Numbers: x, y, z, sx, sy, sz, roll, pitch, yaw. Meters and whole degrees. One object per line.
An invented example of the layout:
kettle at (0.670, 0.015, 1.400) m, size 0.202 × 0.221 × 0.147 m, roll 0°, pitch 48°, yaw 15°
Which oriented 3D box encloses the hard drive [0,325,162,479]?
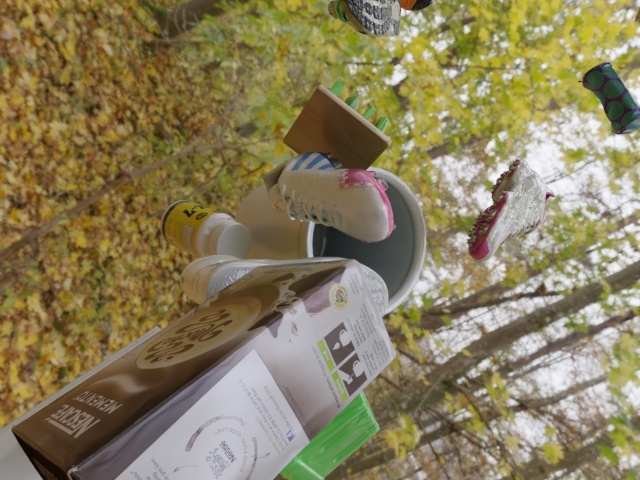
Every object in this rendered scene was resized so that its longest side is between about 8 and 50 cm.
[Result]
hard drive at (-0.269, 0.256, 0.583) m, size 0.040 × 0.308 × 0.203 m, roll 24°, pitch -45°, yaw 38°

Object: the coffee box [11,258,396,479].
coffee box at (-0.094, 0.137, 0.506) m, size 0.168 × 0.297 × 0.118 m, roll -7°, pitch -69°, yaw 48°

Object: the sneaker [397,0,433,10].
sneaker at (0.233, -0.621, 1.155) m, size 0.099 × 0.262 × 0.121 m, roll 11°, pitch 33°, yaw -30°

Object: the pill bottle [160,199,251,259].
pill bottle at (-0.266, -0.017, 1.270) m, size 0.209 × 0.119 × 0.119 m, roll 19°, pitch -28°, yaw 38°

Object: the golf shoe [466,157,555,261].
golf shoe at (0.428, -0.054, 1.201) m, size 0.140 × 0.306 × 0.115 m, roll 37°, pitch -31°, yaw 0°

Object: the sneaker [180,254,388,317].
sneaker at (-0.055, 0.066, 0.811) m, size 0.169 × 0.293 × 0.108 m, roll 7°, pitch -92°, yaw 59°

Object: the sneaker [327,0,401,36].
sneaker at (0.095, -0.613, 1.465) m, size 0.410 × 0.182 × 0.157 m, roll -30°, pitch 121°, yaw -66°

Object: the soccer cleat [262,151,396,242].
soccer cleat at (0.000, -0.061, 0.873) m, size 0.331 × 0.143 × 0.115 m, roll -137°, pitch -149°, yaw -64°

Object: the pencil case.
pencil case at (0.607, -0.293, 1.138) m, size 0.065 × 0.070 × 0.151 m, roll -9°, pitch 69°, yaw -42°

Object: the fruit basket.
fruit basket at (-0.120, 0.278, 0.998) m, size 0.283 × 0.392 × 0.392 m, roll 67°, pitch 0°, yaw -55°

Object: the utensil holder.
utensil holder at (0.000, 0.000, 1.316) m, size 0.386 × 0.328 × 0.327 m, roll 3°, pitch -55°, yaw 55°

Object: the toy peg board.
toy peg board at (0.040, -0.205, 1.033) m, size 0.161 × 0.160 × 0.079 m, roll 38°, pitch 52°, yaw -5°

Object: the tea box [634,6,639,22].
tea box at (0.936, -0.670, 1.232) m, size 0.220 × 0.329 × 0.323 m, roll 33°, pitch -34°, yaw 28°
